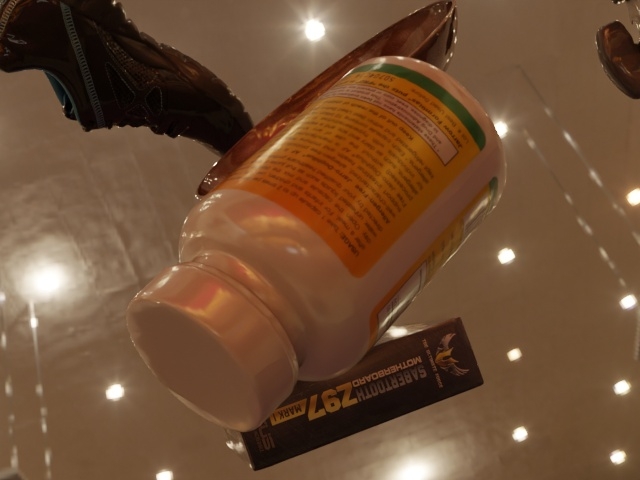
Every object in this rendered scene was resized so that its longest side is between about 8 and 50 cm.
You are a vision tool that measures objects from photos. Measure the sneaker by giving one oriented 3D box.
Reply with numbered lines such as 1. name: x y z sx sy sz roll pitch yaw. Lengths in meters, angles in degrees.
1. sneaker: -0.218 -0.172 1.159 0.341 0.125 0.139 35 -95 -33

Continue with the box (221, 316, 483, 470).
1. box: 0.009 0.121 0.843 0.183 0.059 0.233 -20 -2 -12

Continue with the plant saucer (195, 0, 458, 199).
1. plant saucer: 0.014 -0.123 0.999 0.311 0.310 0.050 -34 -77 14

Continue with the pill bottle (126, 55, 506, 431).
1. pill bottle: 0.000 0.000 0.550 0.208 0.118 0.117 -45 -31 -33

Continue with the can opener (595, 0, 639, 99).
1. can opener: 0.358 -0.313 1.267 0.095 0.283 0.076 -26 0 -5
